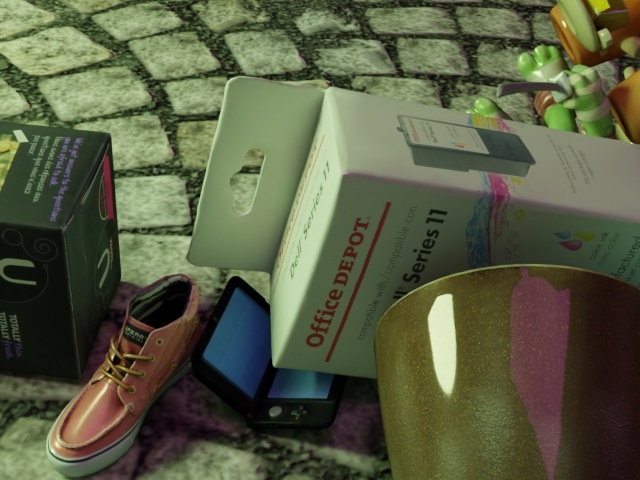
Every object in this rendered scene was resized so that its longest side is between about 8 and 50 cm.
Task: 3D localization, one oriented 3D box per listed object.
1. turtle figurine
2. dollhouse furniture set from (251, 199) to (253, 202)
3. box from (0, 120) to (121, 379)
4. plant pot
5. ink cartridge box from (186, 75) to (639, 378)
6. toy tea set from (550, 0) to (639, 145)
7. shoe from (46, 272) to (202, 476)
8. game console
[{"bbox_3d":[0.196,-0.108,0.963,0.274,0.198,0.266,6,33,-4],"label":"turtle figurine"},{"bbox_3d":[0.000,0.000,0.892,0.076,0.059,0.151,-41,46,-7],"label":"dollhouse furniture set"},{"bbox_3d":[-0.318,-0.002,0.791,0.270,0.165,0.143,7,38,2],"label":"box"},{"bbox_3d":[0.138,0.171,0.625,0.215,0.215,0.231,5,55,0],"label":"plant pot"},{"bbox_3d":[0.081,0.008,0.750,0.353,0.207,0.119,8,39,-13],"label":"ink cartridge box"},{"bbox_3d":[0.352,-0.152,0.955,0.124,0.336,0.200,-28,5,11],"label":"toy tea set"},{"bbox_3d":[-0.154,0.100,0.749,0.063,0.081,0.178,22,41,20],"label":"shoe"},{"bbox_3d":[-0.034,0.089,0.781,0.107,0.071,0.122,-2,36,19],"label":"game console"}]
